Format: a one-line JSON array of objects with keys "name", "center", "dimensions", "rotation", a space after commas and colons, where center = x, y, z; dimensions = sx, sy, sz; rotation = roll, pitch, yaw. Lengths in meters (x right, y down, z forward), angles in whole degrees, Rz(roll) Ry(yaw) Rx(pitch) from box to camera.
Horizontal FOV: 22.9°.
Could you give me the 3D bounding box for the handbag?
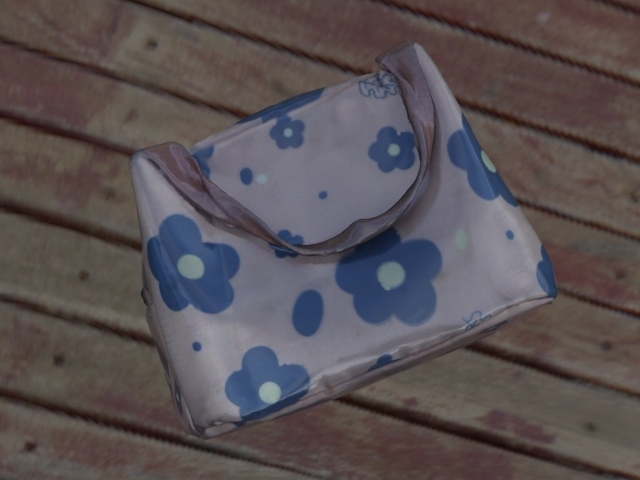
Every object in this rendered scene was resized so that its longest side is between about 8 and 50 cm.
[{"name": "handbag", "center": [0.000, 0.000, 1.008], "dimensions": [0.251, 0.190, 0.193], "rotation": [-21, 86, -7]}]
